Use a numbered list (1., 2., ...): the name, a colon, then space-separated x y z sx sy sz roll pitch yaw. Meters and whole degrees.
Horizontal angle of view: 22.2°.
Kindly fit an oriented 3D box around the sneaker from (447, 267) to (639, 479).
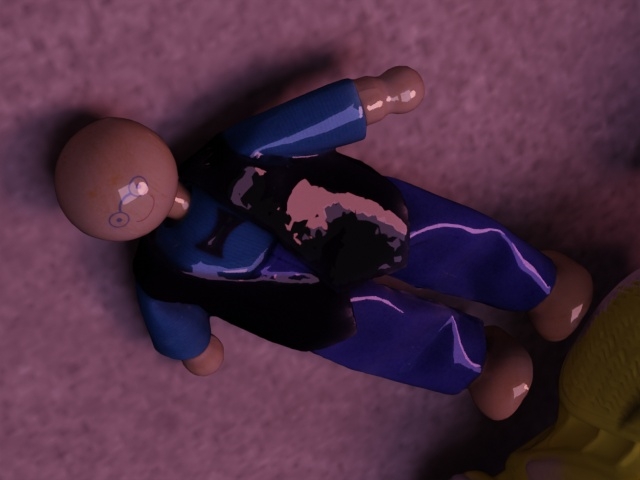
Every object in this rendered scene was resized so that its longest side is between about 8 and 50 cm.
1. sneaker: 0.124 0.098 0.619 0.126 0.091 0.240 -6 142 -38

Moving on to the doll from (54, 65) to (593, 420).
1. doll: 0.000 0.000 0.533 0.189 0.046 0.129 19 116 -30
